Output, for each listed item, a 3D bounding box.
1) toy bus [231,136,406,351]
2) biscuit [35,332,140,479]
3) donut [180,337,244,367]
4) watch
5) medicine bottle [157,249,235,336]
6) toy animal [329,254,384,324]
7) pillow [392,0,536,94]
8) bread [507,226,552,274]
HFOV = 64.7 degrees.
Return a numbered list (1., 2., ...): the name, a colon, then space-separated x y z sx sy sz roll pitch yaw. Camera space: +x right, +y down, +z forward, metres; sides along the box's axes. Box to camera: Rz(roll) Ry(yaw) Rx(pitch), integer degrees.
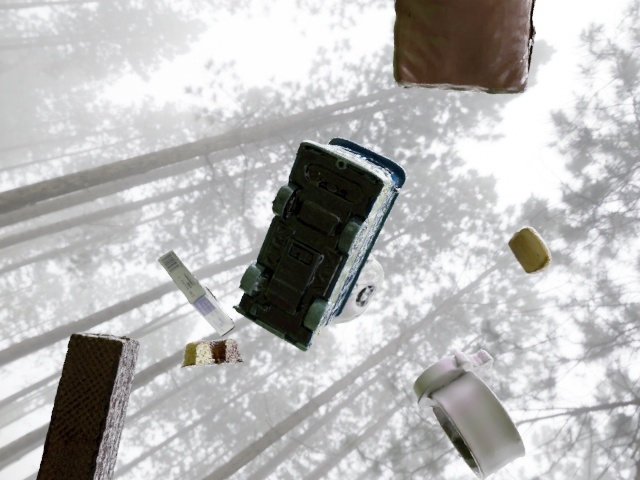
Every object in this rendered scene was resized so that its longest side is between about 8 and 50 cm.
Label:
1. toy bus: 0.000 0.000 0.826 0.152 0.190 0.312 28 -69 13
2. biscuit: -0.414 0.357 0.883 0.108 0.073 0.387 7 -101 11
3. donut: -0.370 0.367 1.643 0.141 0.217 0.085 -13 -104 26
4. watch: 0.336 0.372 1.078 0.231 0.196 0.244 54 -8 41
5. medicine bottle: -0.296 0.128 1.225 0.171 0.052 0.201 44 -14 29
6. toy animal: 0.026 0.041 1.196 0.251 0.251 0.309 4 -96 48
7. pillow: 0.121 -0.240 0.423 0.043 0.126 0.232 -111 -161 -82
8. bread: 0.512 0.025 1.221 0.082 0.056 0.115 -57 -135 38
